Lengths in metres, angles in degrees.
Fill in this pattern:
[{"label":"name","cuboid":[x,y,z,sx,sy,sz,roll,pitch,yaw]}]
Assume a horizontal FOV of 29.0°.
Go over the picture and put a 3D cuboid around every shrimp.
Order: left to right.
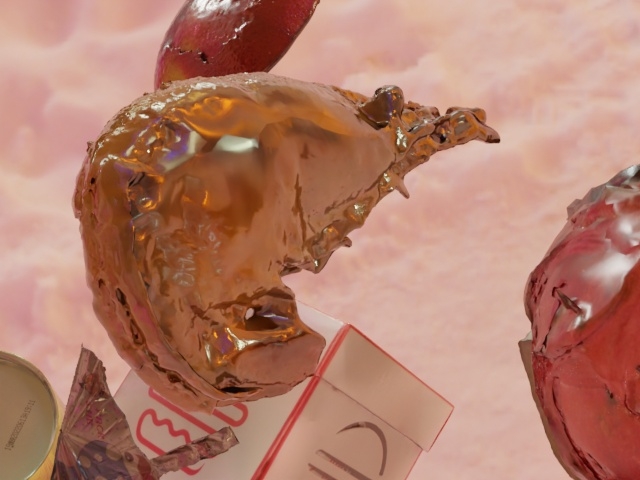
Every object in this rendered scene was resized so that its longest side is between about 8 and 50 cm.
[{"label":"shrimp","cuboid":[-0.004,-0.007,0.494,0.066,0.117,0.262,0,5,37]}]

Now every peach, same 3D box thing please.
[{"label":"peach","cuboid":[-0.089,-0.245,1.354,0.279,0.068,0.189,-52,39,-5]}]

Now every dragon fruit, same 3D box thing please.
[{"label":"dragon fruit","cuboid":[0.308,0.078,0.953,0.296,0.295,0.301,-11,47,1]}]

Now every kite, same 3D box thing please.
[{"label":"kite","cuboid":[-0.205,0.268,1.414,0.314,0.335,0.011,-22,10,34]}]

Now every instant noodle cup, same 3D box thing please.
[{"label":"instant noodle cup","cuboid":[-0.476,0.304,1.755,0.312,0.221,0.311,1,57,-2]}]

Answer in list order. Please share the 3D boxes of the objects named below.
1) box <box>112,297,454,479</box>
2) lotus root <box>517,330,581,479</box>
[{"label":"box","cuboid":[-0.064,0.244,1.693,0.312,0.314,0.300,23,78,41]},{"label":"lotus root","cuboid":[0.432,0.208,1.589,0.267,0.260,0.149,-13,10,35]}]
